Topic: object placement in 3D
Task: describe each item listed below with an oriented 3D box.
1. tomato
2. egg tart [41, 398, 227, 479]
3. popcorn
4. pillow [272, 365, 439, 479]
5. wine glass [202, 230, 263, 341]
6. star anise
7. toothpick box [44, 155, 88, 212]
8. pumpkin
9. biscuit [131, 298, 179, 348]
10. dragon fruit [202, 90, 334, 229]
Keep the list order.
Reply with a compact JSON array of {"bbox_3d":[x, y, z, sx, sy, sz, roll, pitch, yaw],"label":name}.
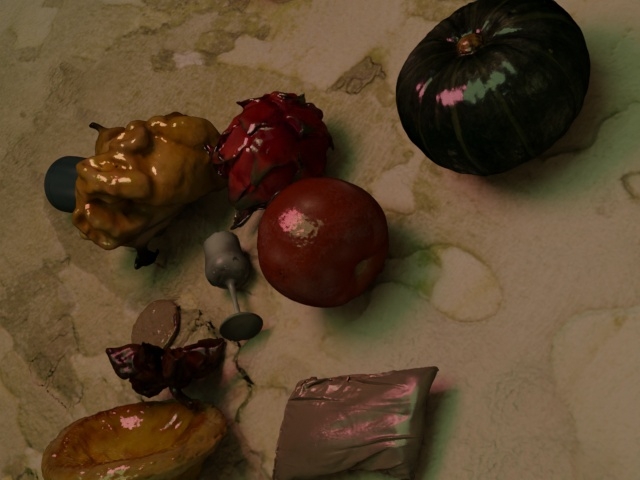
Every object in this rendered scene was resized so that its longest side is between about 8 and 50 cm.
[{"bbox_3d":[0.000,0.000,1.633,0.184,0.208,0.208,34,87,27],"label":"tomato"},{"bbox_3d":[-0.291,0.356,1.668,0.318,0.128,0.319,-12,14,3],"label":"egg tart"},{"bbox_3d":[-0.331,-0.118,1.945,0.316,0.281,0.297,-43,2,-17],"label":"popcorn"},{"bbox_3d":[0.048,0.275,1.520,0.270,0.067,0.173,-10,62,36],"label":"pillow"},{"bbox_3d":[-0.155,0.076,1.808,0.079,0.079,0.195,-34,48,18],"label":"wine glass"},{"bbox_3d":[-0.252,0.212,1.738,0.196,0.212,0.111,1,93,16],"label":"star anise"},{"bbox_3d":[-0.473,-0.111,2.165,0.184,0.120,0.120,9,69,39],"label":"toothpick box"},{"bbox_3d":[0.264,-0.232,1.574,0.300,0.207,0.300,-27,36,21],"label":"pumpkin"},{"bbox_3d":[-0.304,0.162,1.921,0.120,0.015,0.120,-21,52,29],"label":"biscuit"},{"bbox_3d":[-0.090,-0.142,1.814,0.193,0.192,0.274,12,71,61],"label":"dragon fruit"}]
